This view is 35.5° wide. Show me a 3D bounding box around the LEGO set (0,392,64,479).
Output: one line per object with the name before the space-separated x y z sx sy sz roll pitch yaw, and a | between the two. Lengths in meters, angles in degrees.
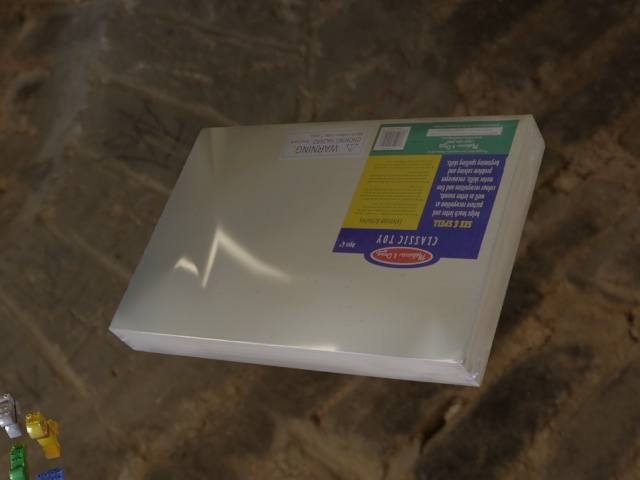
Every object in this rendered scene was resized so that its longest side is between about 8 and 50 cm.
LEGO set | -0.421 0.304 1.442 0.087 0.093 0.227 -15 -128 -4

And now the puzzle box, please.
puzzle box | 0.000 0.000 1.007 0.409 0.052 0.272 2 -123 33
